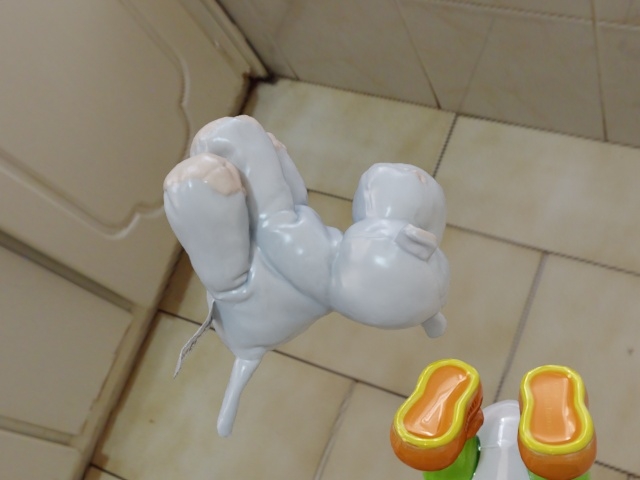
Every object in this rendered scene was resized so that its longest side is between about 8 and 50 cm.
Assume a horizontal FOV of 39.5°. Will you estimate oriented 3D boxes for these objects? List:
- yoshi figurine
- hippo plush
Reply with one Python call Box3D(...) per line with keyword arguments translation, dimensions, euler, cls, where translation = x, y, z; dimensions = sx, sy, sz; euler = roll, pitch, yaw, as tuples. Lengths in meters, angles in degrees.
Box3D(translation=(0.157, 0.288, 0.792), dimensions=(0.203, 0.362, 0.203), euler=(-25, 39, -17), cls="yoshi figurine")
Box3D(translation=(0.000, 0.000, 0.848), dimensions=(0.237, 0.234, 0.294), euler=(-5, 46, 20), cls="hippo plush")
